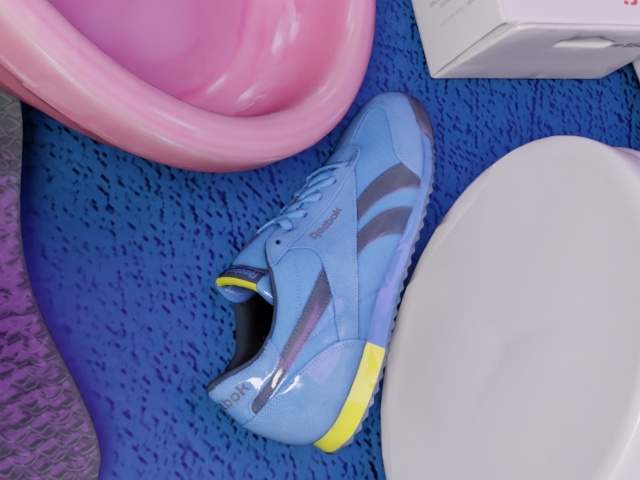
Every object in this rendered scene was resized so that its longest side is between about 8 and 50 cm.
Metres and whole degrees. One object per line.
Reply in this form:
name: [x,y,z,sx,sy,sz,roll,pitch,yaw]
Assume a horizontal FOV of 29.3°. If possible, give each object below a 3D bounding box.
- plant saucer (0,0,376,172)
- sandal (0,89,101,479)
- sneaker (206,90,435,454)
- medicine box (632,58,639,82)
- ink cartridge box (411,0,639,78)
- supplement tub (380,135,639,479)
plant saucer: [-0.101,-0.182,0.561,0.332,0.084,0.332,31,49,-45]
sandal: [-0.169,0.006,0.534,0.097,0.054,0.255,-13,90,-26]
sneaker: [0.000,0.000,0.620,0.082,0.069,0.209,26,62,-17]
medicine box: [0.352,-0.131,0.811,0.263,0.149,0.289,-4,68,-32]
ink cartridge box: [0.122,-0.205,0.753,0.148,0.086,0.203,-4,76,-31]
supplement tub: [0.223,0.095,0.614,0.331,0.241,0.241,18,65,-24]
